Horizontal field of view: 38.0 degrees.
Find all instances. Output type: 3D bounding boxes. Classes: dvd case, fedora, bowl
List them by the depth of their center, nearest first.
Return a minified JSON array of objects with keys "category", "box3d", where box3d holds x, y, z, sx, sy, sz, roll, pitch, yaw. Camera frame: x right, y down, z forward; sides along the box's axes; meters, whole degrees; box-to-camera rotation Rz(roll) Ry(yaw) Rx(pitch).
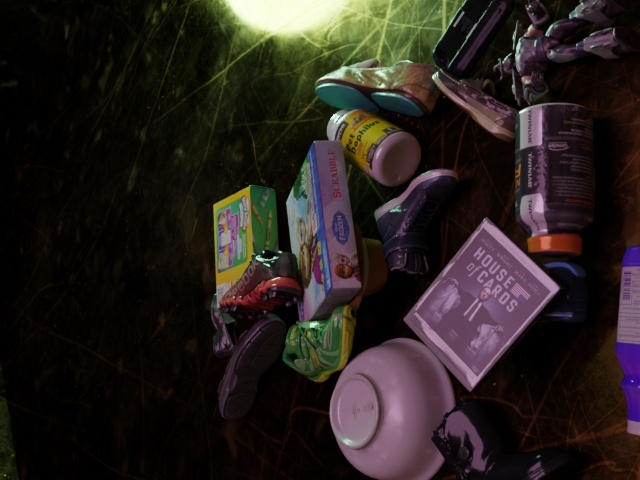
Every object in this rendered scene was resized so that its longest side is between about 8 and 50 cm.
[{"category":"dvd case","box3d":[0.269,0.108,1.558,0.179,0.029,0.239,47,114,28]},{"category":"bowl","box3d":[0.112,0.334,1.810,0.298,0.134,0.298,-13,73,50]},{"category":"fedora","box3d":[0.090,0.056,1.915,0.194,0.079,0.194,179,90,-76]}]

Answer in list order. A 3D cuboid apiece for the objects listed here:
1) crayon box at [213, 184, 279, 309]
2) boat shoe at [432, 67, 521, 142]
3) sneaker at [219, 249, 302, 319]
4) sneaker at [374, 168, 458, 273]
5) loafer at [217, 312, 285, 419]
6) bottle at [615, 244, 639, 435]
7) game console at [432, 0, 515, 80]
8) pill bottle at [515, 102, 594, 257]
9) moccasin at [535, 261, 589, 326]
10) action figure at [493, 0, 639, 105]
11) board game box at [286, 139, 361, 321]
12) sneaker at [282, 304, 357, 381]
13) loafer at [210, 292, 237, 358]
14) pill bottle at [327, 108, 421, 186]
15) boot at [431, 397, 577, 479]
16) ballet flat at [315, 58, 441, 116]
[{"category":"crayon box","box3d":[-0.182,0.022,2.282,0.165,0.081,0.279,-22,66,47]},{"category":"boat shoe","box3d":[0.300,-0.269,1.749,0.073,0.080,0.223,-54,51,18]},{"category":"sneaker","box3d":[-0.134,0.096,2.091,0.276,0.097,0.135,-25,54,50]},{"category":"sneaker","box3d":[0.198,-0.027,1.807,0.226,0.086,0.163,-41,47,46]},{"category":"loafer","box3d":[-0.179,0.285,2.210,0.095,0.109,0.303,53,126,47]},{"category":"bottle","box3d":[0.503,0.150,1.390,0.118,0.092,0.283,-1,82,52]},{"category":"game console","box3d":[0.329,-0.478,1.782,0.361,0.044,0.213,-56,43,27]},{"category":"pill bottle","box3d":[0.390,-0.095,1.552,0.130,0.130,0.246,-10,75,50]},{"category":"moccasin","box3d":[0.304,0.136,1.611,0.342,0.137,0.117,-28,66,46]},{"category":"action figure","box3d":[0.406,-0.342,1.614,0.285,0.099,0.185,-16,75,52]},{"category":"board game box","box3d":[0.000,0.000,1.968,0.318,0.065,0.319,119,147,-65]},{"category":"sneaker","box3d":[-0.008,0.216,1.923,0.295,0.123,0.109,124,162,-56]},{"category":"loafer","box3d":[-0.235,0.210,2.339,0.061,0.062,0.170,-17,72,25]},{"category":"pill bottle","box3d":[0.104,-0.202,1.941,0.215,0.117,0.117,37,112,48]},{"category":"boot","box3d":[0.301,0.357,1.597,0.246,0.094,0.207,-53,49,39]},{"category":"ballet flat","box3d":[0.127,-0.331,1.961,0.348,0.123,0.123,17,96,52]}]
